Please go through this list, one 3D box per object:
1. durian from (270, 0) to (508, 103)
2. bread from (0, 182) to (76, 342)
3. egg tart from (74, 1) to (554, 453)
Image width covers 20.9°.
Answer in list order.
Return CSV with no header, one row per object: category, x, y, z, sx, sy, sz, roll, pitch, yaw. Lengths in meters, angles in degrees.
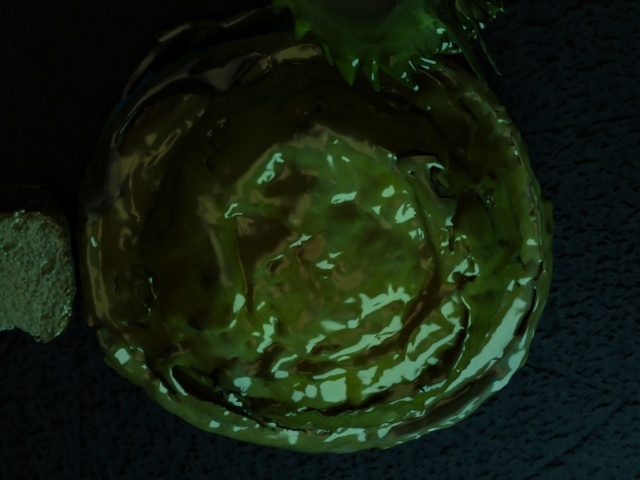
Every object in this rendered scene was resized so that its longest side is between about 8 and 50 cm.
durian,0.016,-0.251,0.860,0.158,0.169,0.352,-3,107,1
bread,-0.175,0.012,0.991,0.076,0.070,0.083,-1,108,0
egg tart,0.000,0.000,0.969,0.290,0.107,0.291,-1,106,-3
